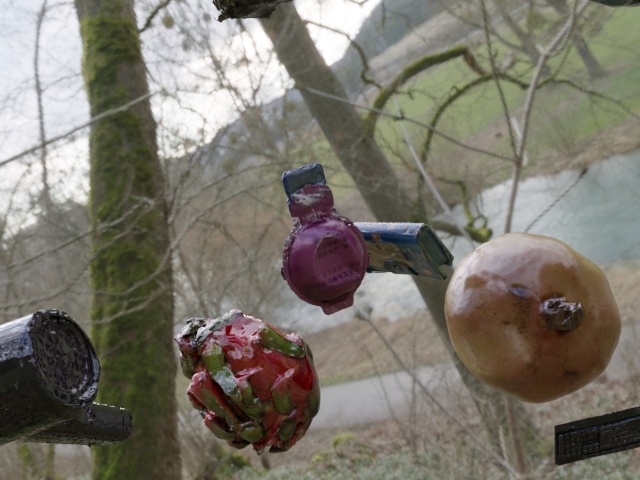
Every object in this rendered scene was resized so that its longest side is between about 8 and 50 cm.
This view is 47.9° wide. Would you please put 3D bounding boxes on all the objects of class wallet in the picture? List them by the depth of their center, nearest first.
[{"bbox_3d":[0.141,0.014,1.368,0.202,0.141,0.059,3,53,45],"label":"wallet"}]

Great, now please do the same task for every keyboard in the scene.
[{"bbox_3d":[0.435,0.280,1.047,0.197,0.074,0.015,-11,26,-5],"label":"keyboard"}]

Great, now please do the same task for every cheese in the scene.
[{"bbox_3d":[0.000,0.000,0.687,0.095,0.145,0.038,-19,11,-27],"label":"cheese"}]

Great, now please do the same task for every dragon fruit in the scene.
[{"bbox_3d":[-0.136,0.257,1.334,0.231,0.302,0.237,-10,38,52],"label":"dragon fruit"}]

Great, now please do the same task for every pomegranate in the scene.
[{"bbox_3d":[0.406,0.147,1.380,0.338,0.338,0.338,-28,6,3],"label":"pomegranate"}]

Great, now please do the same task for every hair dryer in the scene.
[{"bbox_3d":[-0.242,0.142,0.607,0.197,0.089,0.251,-22,-24,13],"label":"hair dryer"}]

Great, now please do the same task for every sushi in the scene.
[{"bbox_3d":[-0.115,-0.502,1.339,0.213,0.147,0.115,-9,3,40],"label":"sushi"}]

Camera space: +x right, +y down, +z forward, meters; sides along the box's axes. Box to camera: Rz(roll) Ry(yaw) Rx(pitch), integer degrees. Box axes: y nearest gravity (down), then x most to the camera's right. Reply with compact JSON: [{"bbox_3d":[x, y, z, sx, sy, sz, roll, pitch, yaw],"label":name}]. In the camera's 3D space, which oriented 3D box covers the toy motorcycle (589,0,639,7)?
[{"bbox_3d":[0.262,-0.373,0.701,0.241,0.319,0.182,-58,16,20],"label":"toy motorcycle"}]
